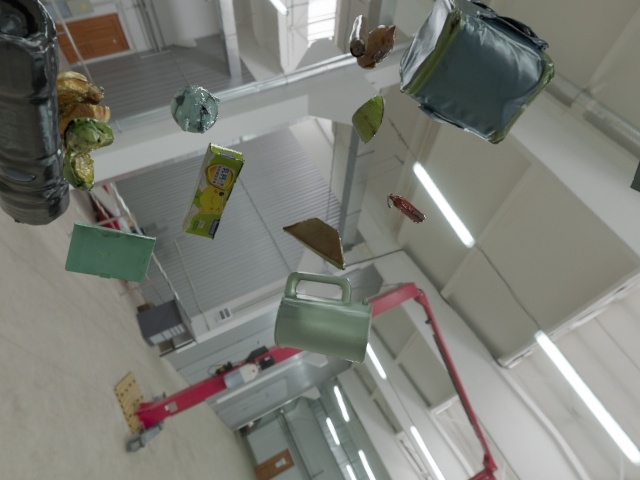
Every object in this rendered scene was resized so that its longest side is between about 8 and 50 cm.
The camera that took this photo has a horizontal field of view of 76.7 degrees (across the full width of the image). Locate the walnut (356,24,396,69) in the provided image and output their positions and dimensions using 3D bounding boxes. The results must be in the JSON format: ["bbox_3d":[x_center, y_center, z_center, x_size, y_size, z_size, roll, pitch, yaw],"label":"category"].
[{"bbox_3d":[0.221,-0.759,1.584,0.207,0.116,0.115,-39,-108,42],"label":"walnut"}]

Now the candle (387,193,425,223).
[{"bbox_3d":[0.252,-0.097,1.219,0.162,0.048,0.053,31,22,-32],"label":"candle"}]

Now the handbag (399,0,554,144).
[{"bbox_3d":[0.311,-0.359,0.846,0.222,0.241,0.263,-57,-168,41],"label":"handbag"}]

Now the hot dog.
[{"bbox_3d":[-0.472,-0.186,0.673,0.109,0.270,0.072,60,9,-29],"label":"hot dog"}]

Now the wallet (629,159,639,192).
[{"bbox_3d":[0.987,-0.276,1.107,0.190,0.046,0.378,-108,-174,-56],"label":"wallet"}]

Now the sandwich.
[{"bbox_3d":[0.000,0.000,1.309,0.258,0.096,0.094,34,-15,26],"label":"sandwich"}]

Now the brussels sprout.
[{"bbox_3d":[-0.271,-0.101,0.460,0.051,0.083,0.046,30,7,25],"label":"brussels sprout"}]

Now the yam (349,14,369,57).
[{"bbox_3d":[0.098,-0.507,1.000,0.264,0.046,0.046,-80,166,-50],"label":"yam"}]

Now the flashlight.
[{"bbox_3d":[-0.375,-0.132,0.512,0.424,0.103,0.103,-33,-100,54],"label":"flashlight"}]

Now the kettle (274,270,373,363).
[{"bbox_3d":[0.016,0.272,1.397,0.205,0.318,0.264,-67,163,-55],"label":"kettle"}]

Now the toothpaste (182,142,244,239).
[{"bbox_3d":[-0.362,-0.156,1.342,0.327,0.110,0.077,-61,-151,28],"label":"toothpaste"}]

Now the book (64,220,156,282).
[{"bbox_3d":[-0.388,0.026,0.748,0.103,0.135,0.017,-66,-151,20],"label":"book"}]

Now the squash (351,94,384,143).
[{"bbox_3d":[0.190,-0.519,1.735,0.192,0.085,0.184,-47,-145,47],"label":"squash"}]

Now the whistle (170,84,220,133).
[{"bbox_3d":[-0.410,-0.455,1.352,0.163,0.164,0.289,88,8,-49],"label":"whistle"}]
